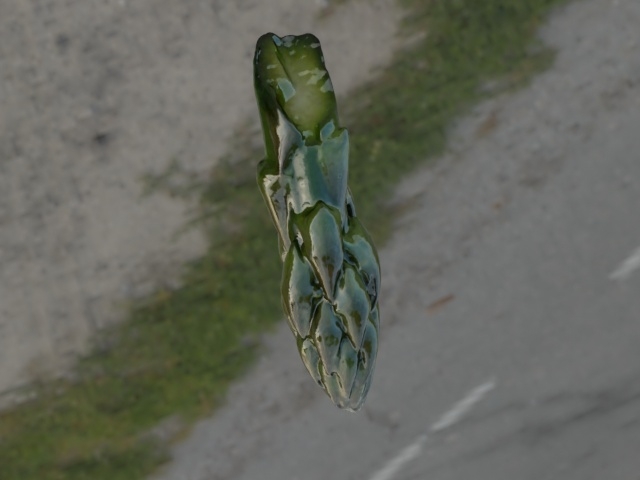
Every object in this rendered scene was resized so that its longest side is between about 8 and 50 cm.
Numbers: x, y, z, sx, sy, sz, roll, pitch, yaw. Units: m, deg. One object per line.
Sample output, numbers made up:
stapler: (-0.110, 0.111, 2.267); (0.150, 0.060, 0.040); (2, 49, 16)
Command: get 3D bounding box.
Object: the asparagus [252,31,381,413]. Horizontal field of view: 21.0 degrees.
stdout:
asparagus: (0.000, 0.000, 1.195); (0.080, 0.080, 0.287); (-17, 117, -15)
